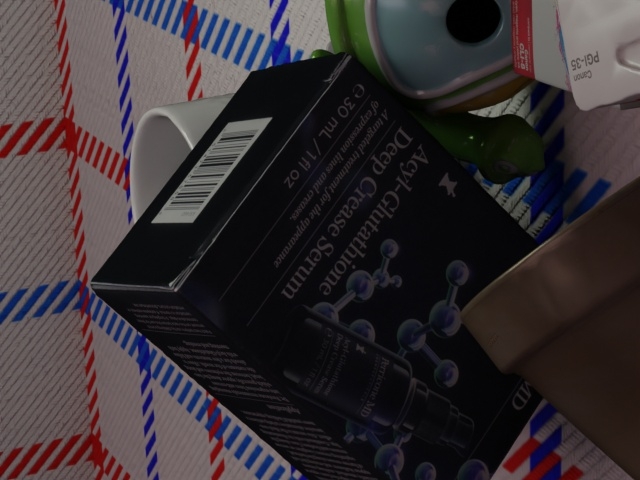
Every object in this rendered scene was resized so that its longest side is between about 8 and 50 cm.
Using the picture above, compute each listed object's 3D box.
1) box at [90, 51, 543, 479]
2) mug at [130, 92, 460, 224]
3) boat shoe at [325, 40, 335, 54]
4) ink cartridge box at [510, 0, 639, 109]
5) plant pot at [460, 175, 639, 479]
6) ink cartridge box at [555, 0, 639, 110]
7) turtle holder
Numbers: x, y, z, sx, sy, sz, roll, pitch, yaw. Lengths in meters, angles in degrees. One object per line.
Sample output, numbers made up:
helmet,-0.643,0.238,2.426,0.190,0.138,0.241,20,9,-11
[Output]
box,0.028,0.057,1.776,0.395,0.293,0.212,43,160,-23
mug,0.000,0.000,2.008,0.374,0.328,0.276,68,154,23
boat shoe,0.027,-0.202,2.228,0.035,0.035,0.100,-34,75,62
ink cartridge box,0.268,-0.200,1.571,0.176,0.128,0.127,-148,51,-60
plant pot,0.319,0.085,1.412,0.280,0.323,0.323,57,152,9
ink cartridge box,0.335,-0.179,1.238,0.207,0.283,0.117,-13,88,66
turtle holder,0.129,-0.215,1.742,0.227,0.243,0.320,12,99,36
